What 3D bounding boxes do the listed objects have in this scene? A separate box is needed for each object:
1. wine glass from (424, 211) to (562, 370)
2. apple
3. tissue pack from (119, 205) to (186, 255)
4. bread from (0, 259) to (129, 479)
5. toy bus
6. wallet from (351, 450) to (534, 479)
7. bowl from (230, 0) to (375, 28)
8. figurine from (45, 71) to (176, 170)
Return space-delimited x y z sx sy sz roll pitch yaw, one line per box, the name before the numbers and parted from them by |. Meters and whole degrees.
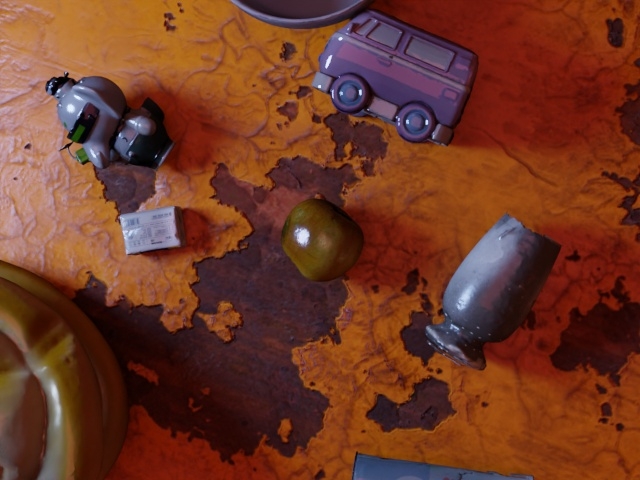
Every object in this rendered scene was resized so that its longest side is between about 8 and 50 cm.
wine glass | 0.229 0.068 1.279 0.111 0.111 0.204 32 96 6
apple | 0.000 0.000 1.317 0.114 0.099 0.102 38 98 2
tissue pack | -0.238 -0.014 1.375 0.083 0.042 0.062 -10 88 8
bread | -0.471 0.206 1.307 0.424 0.245 0.329 42 96 1
toy bus | 0.102 -0.217 1.282 0.203 0.142 0.142 24 99 6
wallet | 0.161 0.393 1.314 0.251 0.075 0.176 7 85 7
bowl | -0.014 -0.416 1.289 0.287 0.144 0.286 0 89 9
figurine | -0.299 -0.166 1.344 0.192 0.147 0.126 36 76 -13
